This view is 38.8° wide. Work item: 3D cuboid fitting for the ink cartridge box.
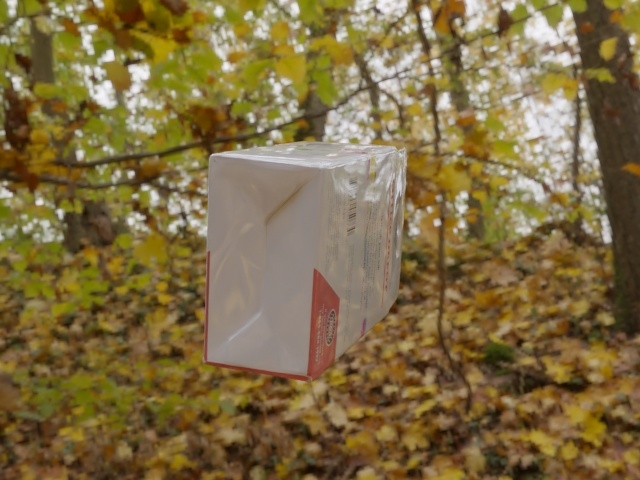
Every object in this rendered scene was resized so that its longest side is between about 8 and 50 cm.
[{"bbox_3d":[0.000,0.000,0.554,0.067,0.115,0.198,7,10,18],"label":"ink cartridge box"}]
